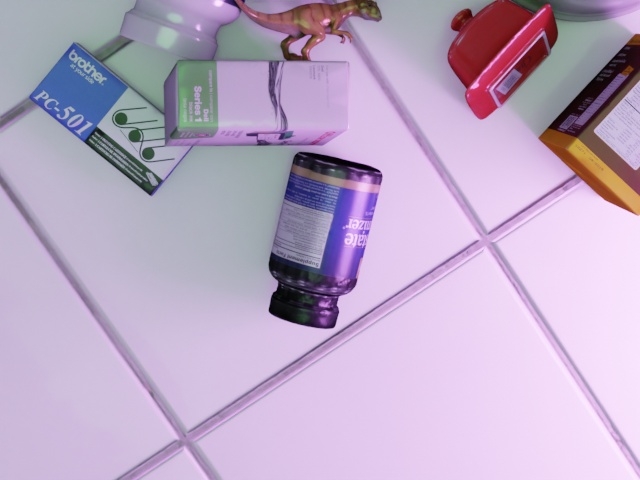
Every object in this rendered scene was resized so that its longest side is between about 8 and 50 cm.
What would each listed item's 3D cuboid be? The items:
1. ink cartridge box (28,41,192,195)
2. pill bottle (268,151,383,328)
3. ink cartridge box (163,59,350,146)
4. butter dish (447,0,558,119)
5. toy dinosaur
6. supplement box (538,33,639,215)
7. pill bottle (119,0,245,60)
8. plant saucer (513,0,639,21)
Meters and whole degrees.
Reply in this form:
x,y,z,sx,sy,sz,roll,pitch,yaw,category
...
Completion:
x,y,z,sx,sy,sz,roll,pitch,yaw,category
-0.274,-0.161,1.866,0.207,0.046,0.097,40,93,-6,ink cartridge box
0.000,0.000,1.860,0.123,0.123,0.219,13,97,-4,pill bottle
-0.083,-0.173,1.793,0.219,0.160,0.092,-1,86,-12,ink cartridge box
0.221,-0.257,1.837,0.118,0.160,0.160,43,94,16,butter dish
-0.027,-0.281,1.830,0.211,0.064,0.112,-8,121,-22,toy dinosaur
0.410,-0.155,1.820,0.129,0.191,0.194,42,95,-7,supplement box
-0.155,-0.366,1.790,0.153,0.153,0.264,20,97,-5,pill bottle
0.373,-0.451,1.751,0.400,0.100,0.400,-7,120,-13,plant saucer
